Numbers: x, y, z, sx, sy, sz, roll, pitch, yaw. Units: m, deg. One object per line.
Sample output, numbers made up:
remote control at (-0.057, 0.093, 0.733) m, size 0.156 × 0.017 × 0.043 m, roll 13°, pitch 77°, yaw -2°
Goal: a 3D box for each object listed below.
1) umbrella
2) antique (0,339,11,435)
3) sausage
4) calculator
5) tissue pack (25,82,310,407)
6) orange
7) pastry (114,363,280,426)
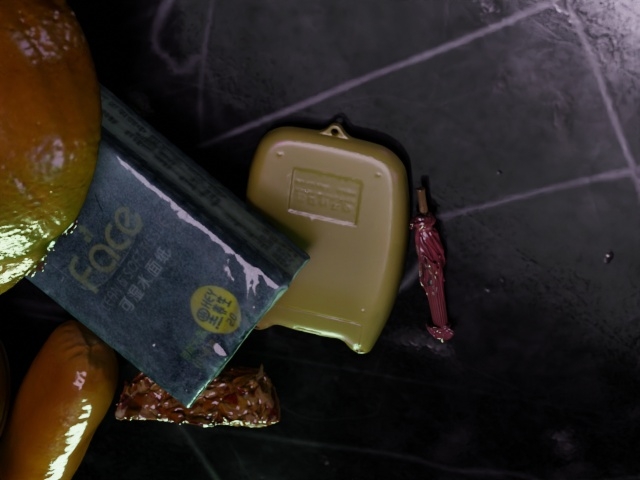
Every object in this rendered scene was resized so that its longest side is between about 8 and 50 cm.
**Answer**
umbrella at (0.100, 0.025, 1.350) m, size 0.027 × 0.025 × 0.165 m, roll -14°, pitch 121°, yaw -2°
antique at (-0.412, 0.158, 1.470) m, size 0.223 × 0.129 × 0.278 m, roll -25°, pitch 88°, yaw -13°
sausage at (-0.265, 0.174, 1.504) m, size 0.098 × 0.098 × 0.238 m, roll 27°, pitch 127°, yaw -2°
calculator at (0.000, 0.000, 1.356) m, size 0.157 × 0.033 × 0.237 m, roll 12°, pitch 122°, yaw 9°
tissue pack at (-0.162, 0.005, 1.355) m, size 0.257 × 0.081 × 0.185 m, roll 39°, pitch 123°, yaw 0°
orange at (-0.318, -0.094, 1.296) m, size 0.310 × 0.274 × 0.274 m, roll -32°, pitch 110°, yaw 6°
pastry at (-0.119, 0.148, 1.456) m, size 0.169 × 0.087 × 0.063 m, roll 2°, pitch 88°, yaw 14°
